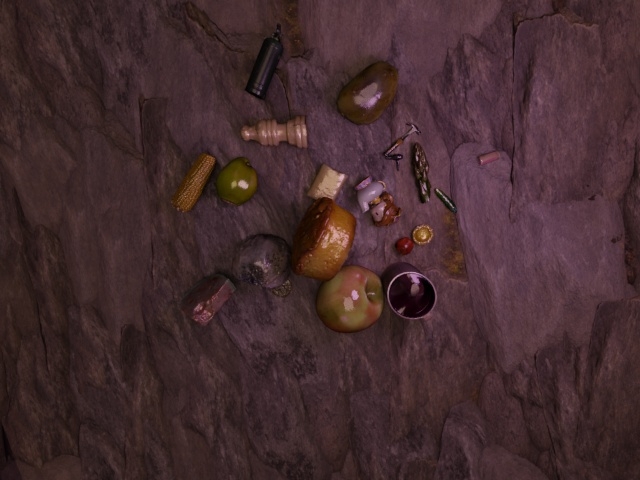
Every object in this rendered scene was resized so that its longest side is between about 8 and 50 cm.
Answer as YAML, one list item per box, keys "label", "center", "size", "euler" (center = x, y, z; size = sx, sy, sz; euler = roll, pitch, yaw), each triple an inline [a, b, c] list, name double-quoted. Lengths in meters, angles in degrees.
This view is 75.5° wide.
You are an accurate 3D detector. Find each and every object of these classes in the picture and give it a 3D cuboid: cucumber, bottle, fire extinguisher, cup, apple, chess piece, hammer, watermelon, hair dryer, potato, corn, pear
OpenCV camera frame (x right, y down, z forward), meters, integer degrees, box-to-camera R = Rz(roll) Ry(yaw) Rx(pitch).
- label: "cucumber"
  center: [0.604, -0.188, 1.972]
  size: [0.039, 0.039, 0.168]
  euler: [-43, 95, 7]
- label: "bottle"
  center: [0.788, -0.387, 1.935]
  size: [0.097, 0.045, 0.045]
  euler: [-20, 99, 2]
- label: "fire extinguisher"
  center: [-0.239, -0.796, 1.840]
  size: [0.096, 0.114, 0.310]
  euler: [24, 97, 1]
- label: "cup"
  center: [0.428, 0.236, 1.924]
  size: [0.289, 0.273, 0.208]
  euler: [25, 98, -4]
- label: "apple"
  center: [0.131, 0.276, 1.922]
  size: [0.277, 0.319, 0.318]
  euler: [-24, 100, 39]
- label: "chess piece"
  center: [-0.211, -0.489, 1.896]
  size: [0.308, 0.124, 0.138]
  euler: [-2, 132, 4]
- label: "hammer"
  center: [0.371, -0.467, 1.930]
  size: [0.201, 0.021, 0.078]
  euler: [-41, 96, 2]
- label: "watermelon"
  center: [-0.521, 0.299, 1.977]
  size: [0.319, 0.226, 0.148]
  euler: [-29, 125, 19]
- label: "hair dryer"
  center: [0.352, -0.366, 1.953]
  size: [0.079, 0.031, 0.083]
  euler: [-4, 108, 12]
- label: "potato"
  center: [0.217, -0.650, 1.831]
  size: [0.210, 0.173, 0.307]
  euler: [43, 100, -4]
- label: "corn"
  center: [-0.588, -0.270, 1.935]
  size: [0.106, 0.106, 0.305]
  euler: [32, 94, -5]
- label: "pear"
  center: [-0.378, -0.273, 1.897]
  size: [0.188, 0.187, 0.219]
  euler: [28, 85, -4]

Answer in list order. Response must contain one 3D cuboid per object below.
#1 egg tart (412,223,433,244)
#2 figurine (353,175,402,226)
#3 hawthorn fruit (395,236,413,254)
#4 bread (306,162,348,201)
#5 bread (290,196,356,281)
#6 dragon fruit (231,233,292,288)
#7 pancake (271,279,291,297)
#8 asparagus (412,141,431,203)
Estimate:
- label: "egg tart"
  center: [0.492, -0.029, 1.998]
  size: [0.105, 0.039, 0.104]
  euler: [0, 100, 0]
- label: "figurine"
  center: [0.270, -0.172, 1.927]
  size: [0.190, 0.142, 0.263]
  euler: [-40, 98, -17]
- label: "hawthorn fruit"
  center: [0.406, 0.022, 1.989]
  size: [0.093, 0.093, 0.092]
  euler: [0, 99, 0]
- label: "bread"
  center: [0.031, -0.258, 1.951]
  size: [0.140, 0.060, 0.178]
  euler: [26, 99, -4]
- label: "bread"
  center: [0.000, 0.000, 1.830]
  size: [0.216, 0.398, 0.397]
  euler: [22, 99, -13]
- label: "dragon fruit"
  center: [-0.271, 0.086, 1.934]
  size: [0.283, 0.221, 0.203]
  euler: [15, 105, 0]
- label: "pancake"
  center: [-0.195, 0.233, 2.055]
  size: [0.108, 0.017, 0.107]
  euler: [0, 96, 1]
- label: "asparagus"
  center: [0.473, -0.319, 1.935]
  size: [0.080, 0.080, 0.286]
  euler: [-15, 107, 3]
